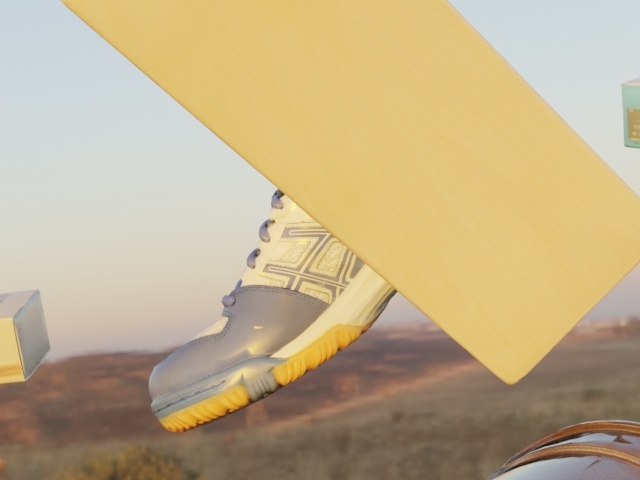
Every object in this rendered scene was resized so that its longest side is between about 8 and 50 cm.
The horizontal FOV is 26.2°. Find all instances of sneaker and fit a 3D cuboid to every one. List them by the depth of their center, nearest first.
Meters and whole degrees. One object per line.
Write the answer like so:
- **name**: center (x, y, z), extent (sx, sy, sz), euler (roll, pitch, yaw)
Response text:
- **sneaker**: center (0.000, 0.000, 0.872), extent (0.296, 0.131, 0.112), euler (-36, 0, -8)

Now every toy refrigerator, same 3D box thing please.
- **toy refrigerator**: center (0.017, -0.064, 0.589), extent (0.269, 0.102, 0.094), euler (40, 8, -26)

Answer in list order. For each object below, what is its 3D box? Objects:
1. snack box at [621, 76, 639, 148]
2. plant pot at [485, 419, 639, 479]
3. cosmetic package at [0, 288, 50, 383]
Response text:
- **snack box**: center (0.426, -0.129, 1.142), extent (0.322, 0.060, 0.187), euler (-18, 19, -35)
- **plant pot**: center (0.093, 0.163, 0.568), extent (0.167, 0.167, 0.165), euler (-8, -7, 34)
- **cosmetic package**: center (-0.224, 0.061, 0.810), extent (0.115, 0.041, 0.060), euler (-6, 14, 7)
